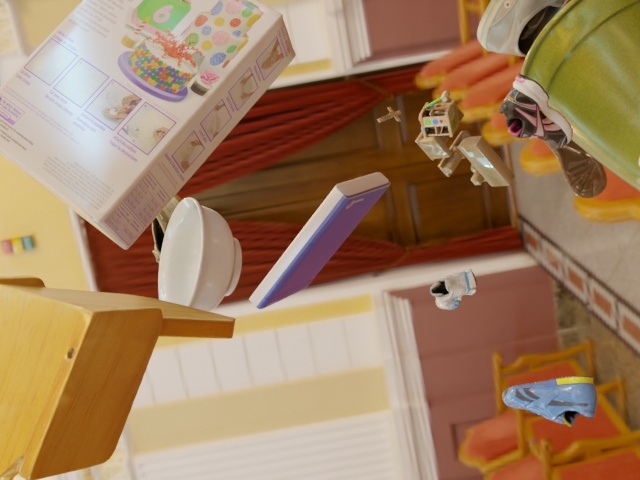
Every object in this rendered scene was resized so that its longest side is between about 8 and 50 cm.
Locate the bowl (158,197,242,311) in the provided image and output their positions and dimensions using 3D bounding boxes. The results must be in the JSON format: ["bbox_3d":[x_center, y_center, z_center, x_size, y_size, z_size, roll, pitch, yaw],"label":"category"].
[{"bbox_3d":[-0.273,0.053,2.084,0.298,0.134,0.297,-27,59,58],"label":"bowl"}]

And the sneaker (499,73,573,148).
[{"bbox_3d":[0.335,-0.192,1.413,0.178,0.077,0.072,36,-173,-42],"label":"sneaker"}]

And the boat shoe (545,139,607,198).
[{"bbox_3d":[0.606,-0.270,2.173,0.341,0.122,0.110,66,-157,-16],"label":"boat shoe"}]

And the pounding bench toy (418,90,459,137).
[{"bbox_3d":[0.219,-0.243,1.677,0.052,0.065,0.083,-57,-41,-46],"label":"pounding bench toy"}]

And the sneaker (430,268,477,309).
[{"bbox_3d":[0.279,0.111,1.984,0.190,0.083,0.071,116,144,-67],"label":"sneaker"}]

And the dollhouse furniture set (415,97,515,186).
[{"bbox_3d":[0.306,-0.196,1.729,0.144,0.123,0.151,44,159,-25],"label":"dollhouse furniture set"}]

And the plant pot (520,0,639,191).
[{"bbox_3d":[0.629,-0.261,1.661,0.366,0.367,0.353,81,163,-59],"label":"plant pot"}]

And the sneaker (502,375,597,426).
[{"bbox_3d":[0.403,0.293,1.576,0.209,0.069,0.082,-24,63,54],"label":"sneaker"}]

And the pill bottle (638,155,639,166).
[{"bbox_3d":[0.571,-0.061,1.270,0.229,0.131,0.131,59,168,30],"label":"pill bottle"}]

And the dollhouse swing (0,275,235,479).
[{"bbox_3d":[-0.349,0.204,1.333,0.305,0.347,0.315,31,-107,-45],"label":"dollhouse swing"}]

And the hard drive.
[{"bbox_3d":[0.000,0.000,1.825,0.040,0.318,0.210,45,-152,13],"label":"hard drive"}]

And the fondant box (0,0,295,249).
[{"bbox_3d":[-0.226,-0.187,1.085,0.238,0.330,0.096,35,169,22],"label":"fondant box"}]

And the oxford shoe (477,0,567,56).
[{"bbox_3d":[0.478,-0.570,1.808,0.130,0.169,0.449,42,125,26],"label":"oxford shoe"}]

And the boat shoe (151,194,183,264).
[{"bbox_3d":[-0.398,0.002,2.277,0.105,0.089,0.285,34,140,27],"label":"boat shoe"}]

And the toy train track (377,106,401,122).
[{"bbox_3d":[0.171,-0.309,2.221,0.048,0.083,0.014,53,139,12],"label":"toy train track"}]
